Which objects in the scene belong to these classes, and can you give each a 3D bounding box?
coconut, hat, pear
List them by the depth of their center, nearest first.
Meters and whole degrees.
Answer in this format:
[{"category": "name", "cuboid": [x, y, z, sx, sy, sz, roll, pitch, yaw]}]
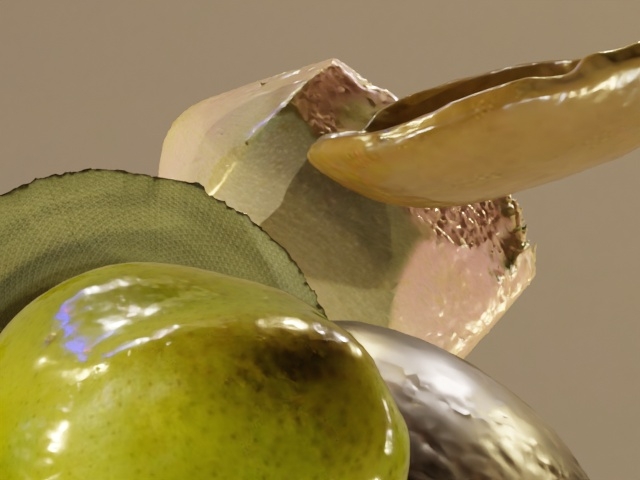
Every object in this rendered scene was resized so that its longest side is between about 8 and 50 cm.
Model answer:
[{"category": "pear", "cuboid": [-0.025, 0.050, 0.357, 0.092, 0.097, 0.092, 35, -137, -42]}, {"category": "hat", "cuboid": [-0.123, 0.089, 1.046, 0.252, 0.110, 0.252, 7, -113, -17]}, {"category": "coconut", "cuboid": [0.000, 0.000, 1.220, 0.245, 0.233, 0.233, 45, -129, 7]}]

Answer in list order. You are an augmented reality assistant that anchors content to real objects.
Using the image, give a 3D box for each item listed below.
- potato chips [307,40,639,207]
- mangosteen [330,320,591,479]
[{"category": "potato chips", "cuboid": [0.097, -0.055, 0.905, 0.208, 0.195, 0.061, -16, -86, 2]}, {"category": "mangosteen", "cuboid": [-0.018, 0.186, 0.676, 0.330, 0.330, 0.330, 12, -127, -16]}]
